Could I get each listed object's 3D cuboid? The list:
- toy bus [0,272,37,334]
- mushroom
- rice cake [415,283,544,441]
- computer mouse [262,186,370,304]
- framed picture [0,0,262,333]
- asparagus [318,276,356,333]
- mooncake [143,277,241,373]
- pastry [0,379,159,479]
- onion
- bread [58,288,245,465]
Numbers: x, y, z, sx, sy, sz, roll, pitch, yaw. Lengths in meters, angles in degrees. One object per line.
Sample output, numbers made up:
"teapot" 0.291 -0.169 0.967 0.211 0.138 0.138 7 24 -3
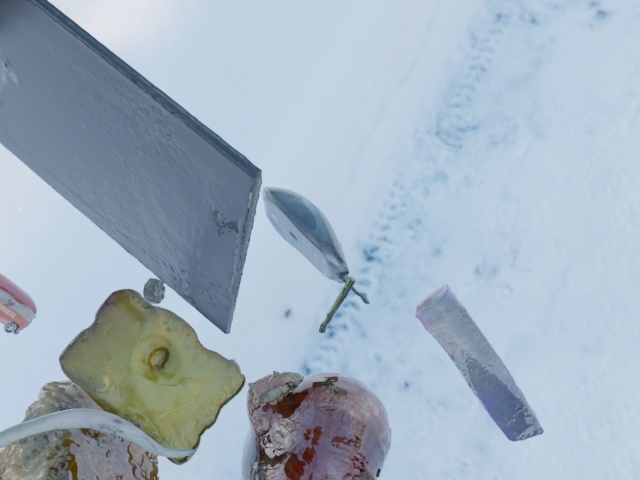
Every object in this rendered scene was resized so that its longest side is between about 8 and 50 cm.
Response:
"toy bus" -0.645 0.120 1.652 0.077 0.174 0.079 -36 53 -1
"mushroom" -0.296 0.237 0.962 0.043 0.306 0.068 35 121 57
"rice cake" 0.251 0.201 1.279 0.070 0.399 0.064 -34 38 5
"computer mouse" 0.000 0.000 1.891 0.090 0.167 0.379 -39 73 -15
"framed picture" -0.184 -0.076 0.676 0.324 0.244 0.013 39 57 13
"asparagus" 0.029 0.118 1.477 0.015 0.018 0.127 39 115 21
"mooncake" -0.294 0.211 1.844 0.057 0.347 0.150 3 67 39
"pastry" -0.364 0.355 1.217 0.162 0.255 0.311 -29 22 15
"onion" -0.005 0.433 1.648 0.354 0.353 0.353 -11 57 17
"bread" -0.237 0.185 1.148 0.233 0.088 0.160 42 66 -8
